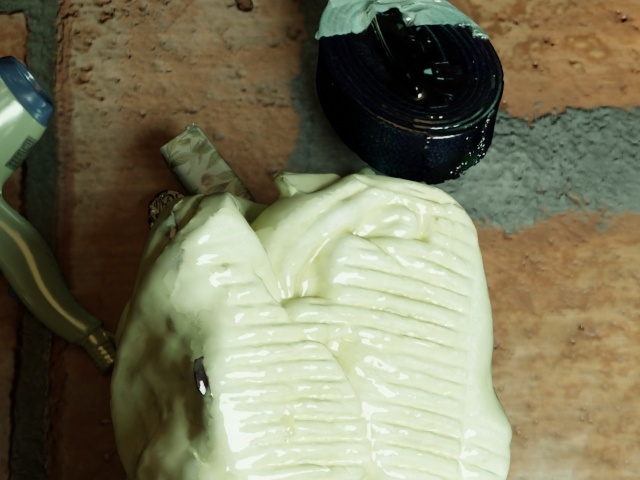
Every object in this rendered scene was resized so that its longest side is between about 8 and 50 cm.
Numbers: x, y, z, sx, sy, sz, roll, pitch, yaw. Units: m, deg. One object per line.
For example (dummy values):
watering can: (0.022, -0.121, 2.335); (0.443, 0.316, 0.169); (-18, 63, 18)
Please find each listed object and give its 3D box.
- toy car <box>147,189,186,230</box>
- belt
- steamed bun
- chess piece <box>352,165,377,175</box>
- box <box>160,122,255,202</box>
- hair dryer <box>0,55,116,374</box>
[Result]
toy car: (-0.132, 0.000, 1.398); (0.041, 0.025, 0.093); (-5, 75, 2)
belt: (0.077, -0.146, 1.378); (0.151, 0.078, 0.198); (-25, 59, -20)
steamed bun: (-0.039, 0.125, 1.238); (0.346, 0.237, 0.394); (44, 54, -13)
chess piece: (0.000, 0.000, 1.374); (0.149, 0.059, 0.059); (-37, 72, -2)
box: (-0.098, -0.051, 1.392); (0.045, 0.062, 0.098); (-38, 74, -6)
hair dryer: (-0.351, 0.013, 1.389); (0.296, 0.119, 0.298); (-18, 84, 6)
